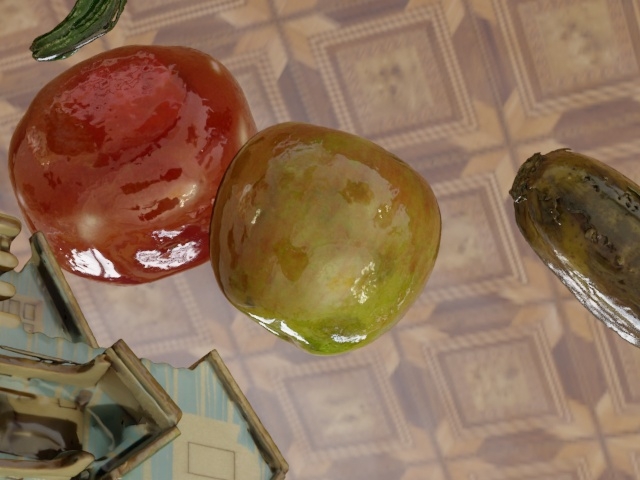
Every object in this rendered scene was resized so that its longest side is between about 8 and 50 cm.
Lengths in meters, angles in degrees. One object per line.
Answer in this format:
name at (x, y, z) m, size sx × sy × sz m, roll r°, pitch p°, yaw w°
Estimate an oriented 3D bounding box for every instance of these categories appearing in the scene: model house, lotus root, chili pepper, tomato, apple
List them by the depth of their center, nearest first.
model house at (-0.130, 0.130, 0.760) m, size 0.206 × 0.271 × 0.178 m, roll 19°, pitch 139°, yaw -31°
apple at (0.000, 0.000, 1.125) m, size 0.196 × 0.196 × 0.196 m, roll 6°, pitch 121°, yaw 10°
chili pepper at (-0.223, -0.252, 1.354) m, size 0.073 × 0.050 × 0.182 m, roll 22°, pitch 94°, yaw -10°
tomato at (-0.229, -0.097, 1.752) m, size 0.325 × 0.289 × 0.293 m, roll -20°, pitch 151°, yaw -15°
lotus root at (0.431, 0.028, 1.923) m, size 0.397 × 0.196 × 0.179 m, roll 41°, pitch 91°, yaw -2°
